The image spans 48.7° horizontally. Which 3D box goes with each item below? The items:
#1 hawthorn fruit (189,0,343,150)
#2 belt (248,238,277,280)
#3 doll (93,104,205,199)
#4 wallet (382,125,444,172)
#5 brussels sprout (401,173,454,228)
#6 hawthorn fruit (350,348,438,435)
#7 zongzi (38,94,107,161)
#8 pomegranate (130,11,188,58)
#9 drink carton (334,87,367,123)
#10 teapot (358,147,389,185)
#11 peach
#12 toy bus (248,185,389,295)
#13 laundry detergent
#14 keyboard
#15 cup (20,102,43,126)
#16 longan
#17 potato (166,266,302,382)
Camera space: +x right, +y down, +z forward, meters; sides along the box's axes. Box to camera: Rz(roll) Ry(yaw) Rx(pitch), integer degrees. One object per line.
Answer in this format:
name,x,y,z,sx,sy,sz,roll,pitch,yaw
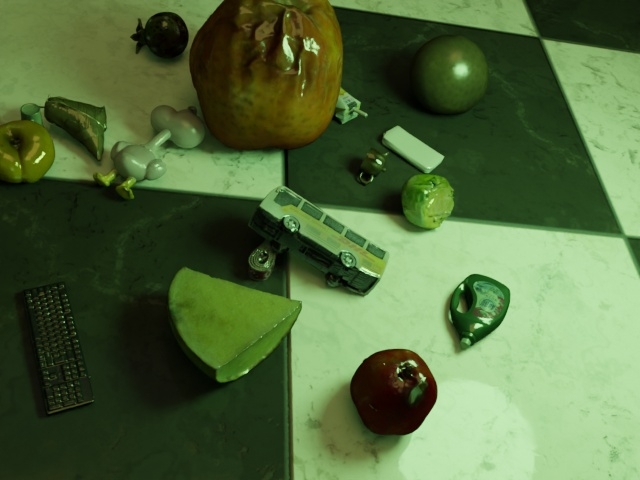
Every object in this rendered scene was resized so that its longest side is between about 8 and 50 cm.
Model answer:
hawthorn fruit,-0.145,-0.474,1.906,0.471,0.472,0.472,7,49,-8
belt,-0.115,0.003,1.751,0.071,0.053,0.232,24,49,8
doll,-0.433,-0.254,1.865,0.160,0.094,0.365,27,49,13
wallet,0.270,-0.272,2.100,0.190,0.033,0.095,36,50,16
brussels sprout,0.279,-0.111,1.905,0.149,0.152,0.122,-49,41,-14
hawthorn fruit,0.154,0.304,1.462,0.185,0.202,0.185,6,57,-9
zongzi,-0.653,-0.289,1.834,0.188,0.081,0.178,10,52,-23
pomegranate,-0.487,-0.628,2.147,0.169,0.149,0.149,6,48,0
drink carton,0.065,-0.411,2.140,0.084,0.075,0.200,-30,63,-32
teapot,0.150,-0.207,1.990,0.068,0.076,0.121,31,76,1
peach,-0.747,-0.217,1.744,0.179,0.103,0.179,5,61,-10
toy bus,0.000,0.000,1.710,0.342,0.097,0.138,33,48,-3
laundry detergent,0.376,0.176,1.723,0.137,0.063,0.211,28,51,13
keyboard,-0.549,0.216,1.478,0.100,0.018,0.310,-12,54,-22
cup,-0.752,-0.303,1.830,0.054,0.083,0.075,19,50,1
longan,0.405,-0.513,2.213,0.257,0.258,0.258,7,49,-8
potato,-0.220,0.164,1.550,0.255,0.112,0.269,37,48,22
